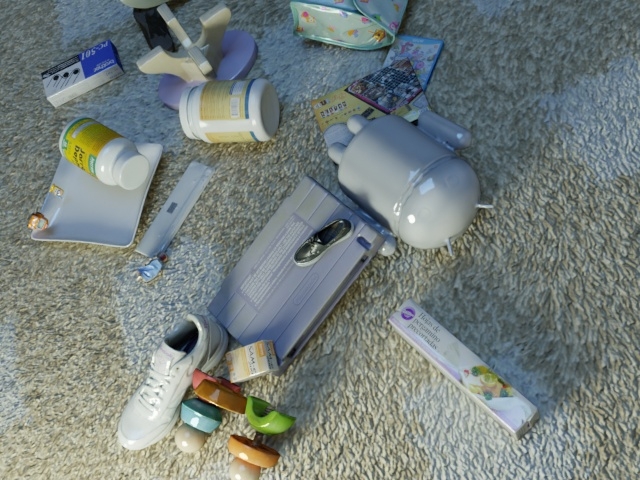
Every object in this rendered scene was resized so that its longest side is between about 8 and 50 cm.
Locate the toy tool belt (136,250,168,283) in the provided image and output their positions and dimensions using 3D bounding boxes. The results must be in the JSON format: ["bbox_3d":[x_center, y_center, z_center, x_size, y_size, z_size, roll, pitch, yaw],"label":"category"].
[{"bbox_3d":[-0.371,0.058,1.862,0.083,0.051,0.052,-44,90,-7],"label":"toy tool belt"}]

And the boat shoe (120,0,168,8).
[{"bbox_3d":[-0.432,-0.669,2.226,0.227,0.079,0.081,-17,36,-22],"label":"boat shoe"}]

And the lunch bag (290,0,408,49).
[{"bbox_3d":[0.081,-0.581,1.997,0.262,0.160,0.223,12,64,11],"label":"lunch bag"}]

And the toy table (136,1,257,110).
[{"bbox_3d":[-0.301,-0.455,2.050,0.274,0.161,0.252,-45,59,-7],"label":"toy table"}]

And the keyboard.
[{"bbox_3d":[-0.334,-0.072,1.947,0.072,0.014,0.256,19,70,31],"label":"keyboard"}]

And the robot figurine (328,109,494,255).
[{"bbox_3d":[0.177,-0.118,1.693,0.353,0.200,0.300,42,106,30],"label":"robot figurine"}]

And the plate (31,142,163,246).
[{"bbox_3d":[-0.521,-0.109,2.005,0.277,0.045,0.278,3,65,20],"label":"plate"}]

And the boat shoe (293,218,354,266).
[{"bbox_3d":[0.000,0.000,1.641,0.142,0.040,0.049,-35,63,16],"label":"boat shoe"}]

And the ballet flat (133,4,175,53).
[{"bbox_3d":[-0.432,-0.554,2.209,0.084,0.058,0.250,-20,55,-10],"label":"ballet flat"}]

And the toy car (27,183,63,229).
[{"bbox_3d":[-0.638,-0.076,1.970,0.040,0.060,0.122,27,80,-5],"label":"toy car"}]

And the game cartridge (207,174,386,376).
[{"bbox_3d":[-0.055,0.068,1.709,0.230,0.068,0.355,42,98,34],"label":"game cartridge"}]

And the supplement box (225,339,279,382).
[{"bbox_3d":[-0.135,0.237,1.653,0.098,0.036,0.062,-23,72,28],"label":"supplement box"}]

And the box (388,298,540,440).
[{"bbox_3d":[0.262,0.234,1.561,0.063,0.067,0.324,-44,58,-8],"label":"box"}]

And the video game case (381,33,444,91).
[{"bbox_3d":[0.203,-0.399,1.942,0.119,0.015,0.166,14,68,24],"label":"video game case"}]

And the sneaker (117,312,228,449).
[{"bbox_3d":[-0.315,0.270,1.678,0.114,0.152,0.305,28,76,26],"label":"sneaker"}]

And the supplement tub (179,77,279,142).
[{"bbox_3d":[-0.208,-0.298,1.945,0.200,0.144,0.144,1,64,18],"label":"supplement tub"}]

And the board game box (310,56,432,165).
[{"bbox_3d":[0.115,-0.289,1.884,0.243,0.042,0.165,-23,63,9],"label":"board game box"}]

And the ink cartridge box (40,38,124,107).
[{"bbox_3d":[-0.625,-0.438,2.211,0.207,0.046,0.097,-25,60,4],"label":"ink cartridge box"}]

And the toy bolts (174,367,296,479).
[{"bbox_3d":[-0.200,0.349,1.587,0.228,0.218,0.158,19,81,45],"label":"toy bolts"}]

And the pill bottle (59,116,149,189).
[{"bbox_3d":[-0.496,-0.198,1.949,0.208,0.117,0.117,30,76,28],"label":"pill bottle"}]
